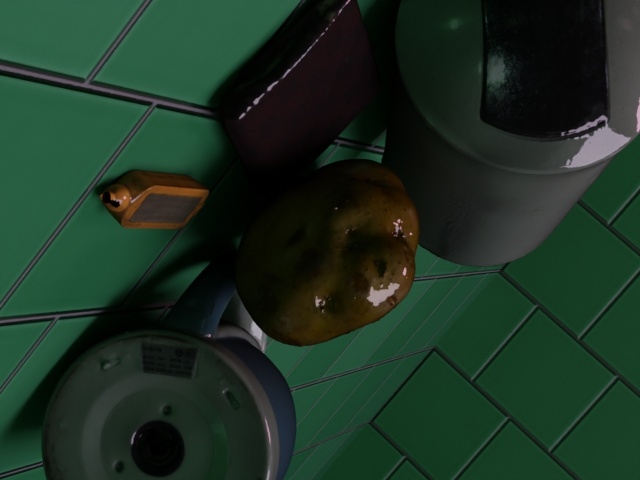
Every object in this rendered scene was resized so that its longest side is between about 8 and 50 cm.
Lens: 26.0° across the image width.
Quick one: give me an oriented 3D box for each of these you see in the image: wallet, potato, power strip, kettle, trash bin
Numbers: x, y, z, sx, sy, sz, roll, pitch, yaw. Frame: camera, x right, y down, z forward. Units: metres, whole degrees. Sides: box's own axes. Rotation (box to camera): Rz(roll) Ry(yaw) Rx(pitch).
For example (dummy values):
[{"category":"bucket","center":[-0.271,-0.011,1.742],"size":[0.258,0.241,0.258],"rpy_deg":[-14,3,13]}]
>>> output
[{"category":"wallet","center":[-0.019,-0.142,1.346],"size":[0.182,0.049,0.229],"rpy_deg":[-45,164,-6]},{"category":"potato","center":[0.000,0.000,1.465],"size":[0.369,0.176,0.196],"rpy_deg":[-115,-143,-79]},{"category":"power strip","center":[-0.154,-0.038,1.262],"size":[0.049,0.028,0.178],"rpy_deg":[-51,166,12]},{"category":"kettle","center":[-0.128,0.171,1.559],"size":[0.342,0.247,0.320],"rpy_deg":[-14,119,-78]},{"category":"trash bin","center":[0.206,-0.150,1.533],"size":[0.280,0.280,0.432],"rpy_deg":[-44,169,-15]}]
